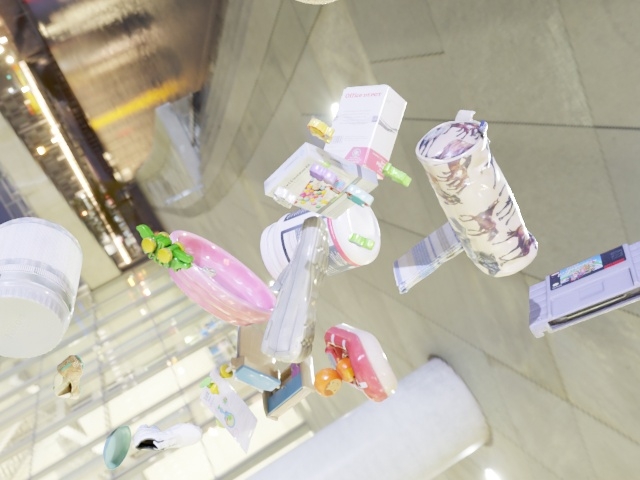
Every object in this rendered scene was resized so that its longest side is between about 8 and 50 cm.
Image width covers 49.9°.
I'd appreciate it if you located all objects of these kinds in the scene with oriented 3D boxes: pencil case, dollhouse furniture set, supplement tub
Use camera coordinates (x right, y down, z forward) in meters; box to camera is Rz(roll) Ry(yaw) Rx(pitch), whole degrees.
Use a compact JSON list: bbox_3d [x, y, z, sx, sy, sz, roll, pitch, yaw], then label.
[{"bbox_3d":[0.380,-0.097,1.620,0.160,0.183,0.410,22,152,52],"label":"pencil case"},{"bbox_3d":[-0.201,0.374,2.144,0.303,0.198,0.286,30,-147,-30],"label":"dollhouse furniture set"},{"bbox_3d":[0.000,0.000,1.787,0.191,0.272,0.191,32,-132,-45],"label":"supplement tub"}]

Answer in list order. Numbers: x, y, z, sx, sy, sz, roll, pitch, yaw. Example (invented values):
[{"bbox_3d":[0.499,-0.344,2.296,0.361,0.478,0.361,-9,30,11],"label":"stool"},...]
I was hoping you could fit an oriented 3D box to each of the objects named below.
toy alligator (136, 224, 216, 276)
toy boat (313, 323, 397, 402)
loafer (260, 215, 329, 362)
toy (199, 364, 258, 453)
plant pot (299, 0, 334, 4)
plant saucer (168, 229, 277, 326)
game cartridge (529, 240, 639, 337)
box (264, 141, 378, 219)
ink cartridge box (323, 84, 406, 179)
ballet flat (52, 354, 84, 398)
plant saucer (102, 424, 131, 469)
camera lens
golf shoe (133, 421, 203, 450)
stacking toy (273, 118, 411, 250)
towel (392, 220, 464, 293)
[{"bbox_3d":[-0.286,0.035,1.332,0.189,0.056,0.051,32,116,13],"label":"toy alligator"},{"bbox_3d":[0.054,0.274,1.441,0.151,0.151,0.231,63,162,-11],"label":"toy boat"},{"bbox_3d":[-0.056,0.098,1.468,0.111,0.320,0.112,7,165,21],"label":"loafer"},{"bbox_3d":[-0.276,0.492,1.986,0.237,0.056,0.137,61,-156,-24],"label":"toy"},{"bbox_3d":[0.058,-0.672,1.391,0.305,0.333,0.334,16,135,57],"label":"plant pot"},{"bbox_3d":[-0.255,0.105,1.719,0.332,0.084,0.332,37,-173,-5],"label":"plant saucer"},{"bbox_3d":[0.733,0.123,1.854,0.068,0.355,0.230,54,-152,-17],"label":"game cartridge"},{"bbox_3d":[0.002,-0.117,1.406,0.145,0.186,0.038,-38,45,38],"label":"box"},{"bbox_3d":[0.142,-0.356,2.270,0.207,0.283,0.117,8,166,45],"label":"ink cartridge box"},{"bbox_3d":[-0.637,0.351,1.718,0.073,0.067,0.206,45,141,17],"label":"ballet flat"},{"bbox_3d":[-0.550,0.553,1.845,0.021,0.119,0.119,11,146,17],"label":"plant saucer"},{"bbox_3d":[-0.668,0.099,1.565,0.274,0.219,0.219,-102,-4,-48],"label":"camera lens"},{"bbox_3d":[-0.391,0.516,1.763,0.086,0.176,0.069,-99,5,-76],"label":"golf shoe"},{"bbox_3d":[0.040,-0.102,1.272,0.221,0.167,0.052,29,167,-2],"label":"stacking toy"},{"bbox_3d":[0.337,0.033,2.050,0.034,0.285,0.209,49,-167,-15],"label":"towel"}]
